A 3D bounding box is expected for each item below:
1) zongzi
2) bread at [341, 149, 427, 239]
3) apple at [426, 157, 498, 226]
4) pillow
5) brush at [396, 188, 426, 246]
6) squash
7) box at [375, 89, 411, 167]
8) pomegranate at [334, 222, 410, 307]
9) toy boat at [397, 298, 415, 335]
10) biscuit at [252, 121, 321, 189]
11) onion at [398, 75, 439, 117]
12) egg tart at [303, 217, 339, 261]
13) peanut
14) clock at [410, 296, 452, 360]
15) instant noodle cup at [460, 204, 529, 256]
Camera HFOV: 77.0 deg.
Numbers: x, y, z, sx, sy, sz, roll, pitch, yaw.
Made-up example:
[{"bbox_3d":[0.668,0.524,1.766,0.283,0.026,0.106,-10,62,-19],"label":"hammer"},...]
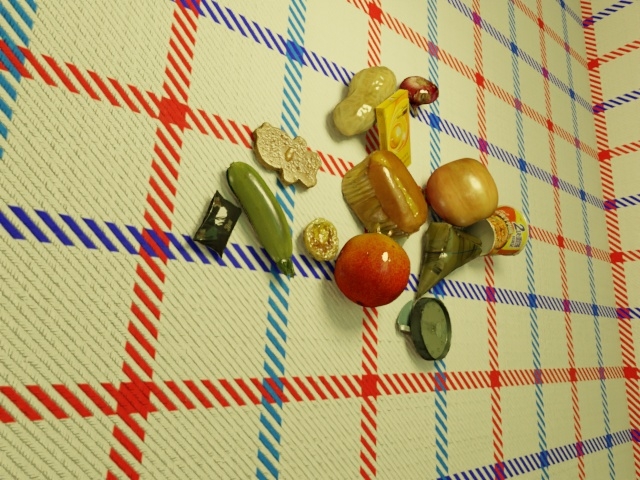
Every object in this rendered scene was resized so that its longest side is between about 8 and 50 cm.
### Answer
[{"bbox_3d":[0.463,0.096,1.458,0.260,0.123,0.289,18,85,-38],"label":"zongzi"},{"bbox_3d":[0.216,-0.142,1.279,0.204,0.156,0.288,-35,96,-37],"label":"bread"},{"bbox_3d":[0.516,-0.164,1.457,0.242,0.242,0.241,-6,67,-36],"label":"apple"},{"bbox_3d":[-0.250,-0.041,0.996,0.090,0.048,0.150,31,62,-25],"label":"pillow"},{"bbox_3d":[0.319,-0.097,1.441,0.103,0.013,0.272,50,57,-18],"label":"brush"},{"bbox_3d":[-0.138,-0.057,1.059,0.094,0.094,0.341,-32,98,-36],"label":"squash"},{"bbox_3d":[0.250,-0.343,1.345,0.152,0.043,0.269,-46,139,-34],"label":"box"},{"bbox_3d":[0.155,0.068,1.174,0.220,0.221,0.257,31,57,-27],"label":"pomegranate"},{"bbox_3d":[0.290,0.250,1.348,0.096,0.034,0.122,25,59,-33],"label":"toy boat"},{"bbox_3d":[-0.099,-0.240,1.153,0.225,0.036,0.166,25,67,-27],"label":"biscuit"},{"bbox_3d":[0.362,-0.534,1.513,0.150,0.140,0.150,4,44,-4],"label":"onion"},{"bbox_3d":[0.000,0.000,1.167,0.130,0.052,0.131,9,75,-33],"label":"egg tart"},{"bbox_3d":[0.145,-0.456,1.313,0.149,0.149,0.313,40,65,-23],"label":"peanut"},{"bbox_3d":[0.381,0.299,1.368,0.214,0.042,0.215,13,72,-44],"label":"clock"},{"bbox_3d":[0.667,-0.028,1.573,0.174,0.213,0.213,-9,87,-29],"label":"instant noodle cup"}]
